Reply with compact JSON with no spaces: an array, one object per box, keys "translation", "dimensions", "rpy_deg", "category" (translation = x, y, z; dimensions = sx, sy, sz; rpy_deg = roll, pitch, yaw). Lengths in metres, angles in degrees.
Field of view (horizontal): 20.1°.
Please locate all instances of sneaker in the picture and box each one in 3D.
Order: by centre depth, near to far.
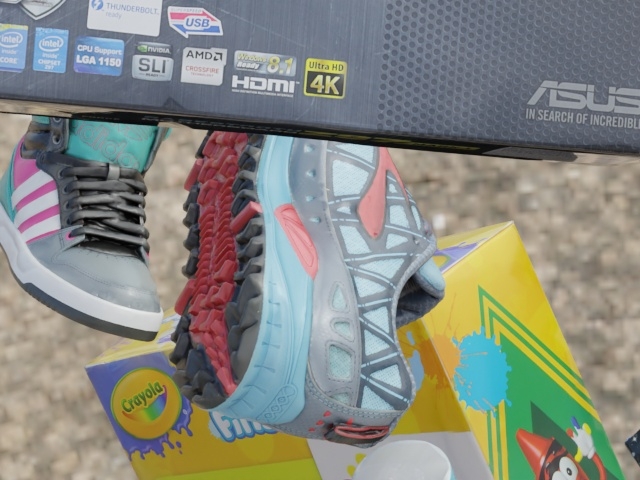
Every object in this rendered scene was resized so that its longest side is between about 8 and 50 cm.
[{"translation":[0.000,0.000,0.903],"dimensions":[0.125,0.104,0.262],"rpy_deg":[27,44,-21],"category":"sneaker"},{"translation":[-0.180,-0.046,1.501],"dimensions":[0.123,0.178,0.295],"rpy_deg":[15,15,-33],"category":"sneaker"}]

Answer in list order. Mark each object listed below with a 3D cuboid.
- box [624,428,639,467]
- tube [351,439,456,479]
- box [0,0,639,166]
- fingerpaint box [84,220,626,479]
[{"translation":[0.258,0.133,0.790],"dimensions":[0.044,0.159,0.233],"rpy_deg":[4,46,-48],"category":"box"},{"translation":[0.068,0.193,0.966],"dimensions":[0.052,0.207,0.080],"rpy_deg":[-39,42,-21],"category":"tube"},{"translation":[0.002,-0.124,0.574],"dimensions":[0.232,0.183,0.059],"rpy_deg":[5,-2,-11],"category":"box"},{"translation":[0.044,0.211,1.630],"dimensions":[0.445,0.371,0.163],"rpy_deg":[-15,14,46],"category":"fingerpaint box"}]
